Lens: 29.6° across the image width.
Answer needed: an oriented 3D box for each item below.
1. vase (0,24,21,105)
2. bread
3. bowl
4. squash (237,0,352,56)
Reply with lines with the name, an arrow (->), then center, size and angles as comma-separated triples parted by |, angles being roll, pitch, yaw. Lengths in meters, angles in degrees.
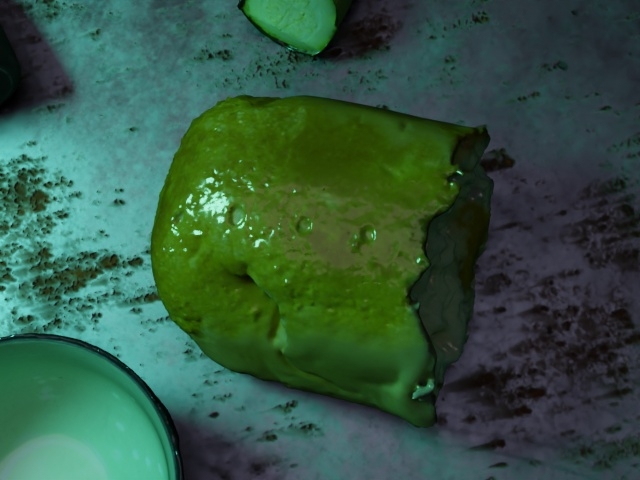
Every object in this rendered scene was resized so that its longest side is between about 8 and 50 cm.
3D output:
vase -> -0.512, -0.321, 1.551 | 0.173, 0.173, 0.321 | -21, 73, -3
bread -> 0.000, 0.000, 1.420 | 0.394, 0.250, 0.361 | 13, 77, 5
bowl -> -0.320, 0.292, 1.395 | 0.354, 0.185, 0.353 | 0, 78, 1
squash -> 0.024, -0.389, 1.571 | 0.137, 0.137, 0.287 | 32, 78, 8
